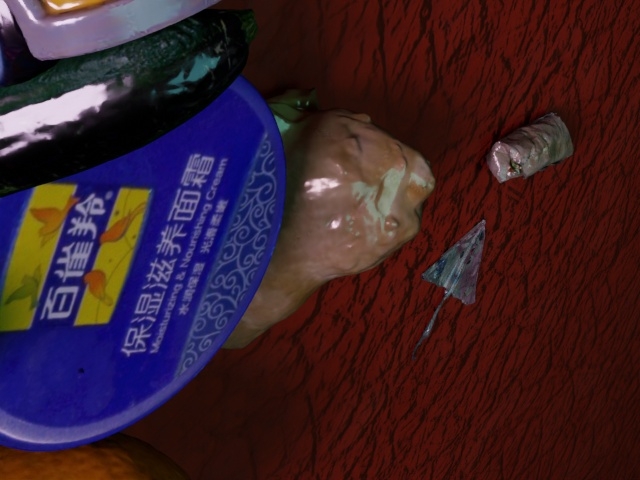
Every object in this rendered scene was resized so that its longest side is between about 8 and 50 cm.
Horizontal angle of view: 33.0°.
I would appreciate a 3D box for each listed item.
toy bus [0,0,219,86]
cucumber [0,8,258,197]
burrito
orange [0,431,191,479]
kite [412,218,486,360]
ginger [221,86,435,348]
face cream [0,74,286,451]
[{"bbox_3d":[-0.111,-0.142,0.357,0.126,0.209,0.136,-39,131,-34],"label":"toy bus"},{"bbox_3d":[-0.154,-0.026,0.393,0.284,0.056,0.056,-21,148,10],"label":"cucumber"},{"bbox_3d":[0.202,-0.088,1.015,0.149,0.041,0.055,-23,145,-51],"label":"burrito"},{"bbox_3d":[-0.154,0.203,0.568,0.224,0.170,0.224,-28,156,-14],"label":"orange"},{"bbox_3d":[0.125,0.047,1.041,0.157,0.011,0.139,-61,147,-2],"label":"kite"},{"bbox_3d":[-0.003,0.002,0.721,0.115,0.122,0.193,-49,159,-60],"label":"ginger"},{"bbox_3d":[-0.123,-0.011,0.526,0.206,0.111,0.206,-34,139,-36],"label":"face cream"}]
